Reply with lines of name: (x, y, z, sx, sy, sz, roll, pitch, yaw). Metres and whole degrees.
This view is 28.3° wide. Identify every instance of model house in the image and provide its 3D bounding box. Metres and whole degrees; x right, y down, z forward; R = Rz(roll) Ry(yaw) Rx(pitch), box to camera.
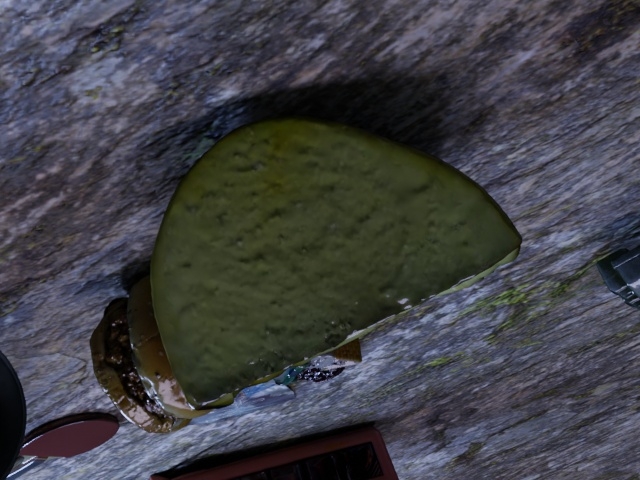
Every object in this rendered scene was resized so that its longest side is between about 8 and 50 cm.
model house: (-0.007, 0.130, 1.585, 0.100, 0.088, 0.101, -3, 157, -23)

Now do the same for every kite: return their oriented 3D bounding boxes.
kite: (-0.126, 0.205, 1.765, 0.169, 0.015, 0.310, -14, 157, -2)

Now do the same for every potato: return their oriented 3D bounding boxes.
potato: (0.000, 0.000, 1.221, 0.330, 0.213, 0.280, -26, 174, -1)

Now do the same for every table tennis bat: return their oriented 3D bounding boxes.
table tennis bat: (-0.378, 0.293, 1.795, 0.220, 0.019, 0.130, -32, 152, 28)

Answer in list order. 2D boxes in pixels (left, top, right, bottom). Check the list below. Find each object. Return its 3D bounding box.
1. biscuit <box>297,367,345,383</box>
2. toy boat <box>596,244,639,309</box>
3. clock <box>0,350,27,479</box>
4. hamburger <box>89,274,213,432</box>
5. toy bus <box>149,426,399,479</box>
biscuit: (-0.006, 0.175, 1.757, 0.087, 0.027, 0.089, -12, 156, -10)
toy boat: (0.505, -0.018, 1.584, 0.319, 0.092, 0.141, -32, 151, 18)
clock: (-0.413, 0.189, 1.314, 0.214, 0.215, 0.042, -9, 161, -15)
hamburger: (-0.157, 0.120, 1.386, 0.113, 0.177, 0.185, -35, 123, 23)
toy bus: (-0.076, 0.465, 2.104, 0.426, 0.233, 0.203, -13, 156, -12)
